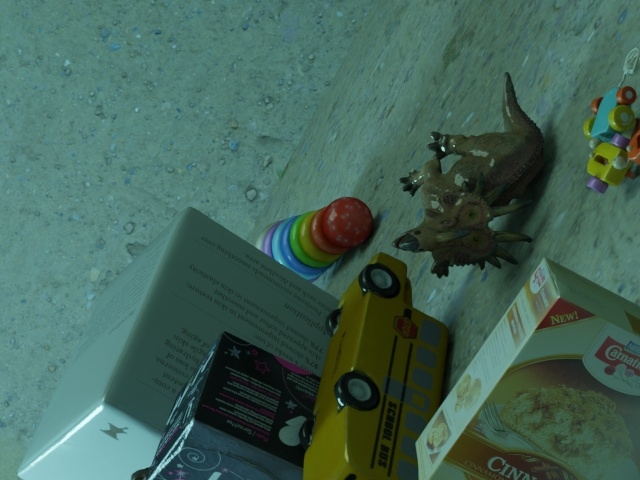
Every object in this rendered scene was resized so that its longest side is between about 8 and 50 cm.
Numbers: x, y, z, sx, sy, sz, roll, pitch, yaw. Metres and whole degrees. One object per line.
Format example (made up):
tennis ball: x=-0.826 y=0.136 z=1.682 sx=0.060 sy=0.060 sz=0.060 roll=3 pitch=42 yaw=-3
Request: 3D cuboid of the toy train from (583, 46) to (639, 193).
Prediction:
toy train: x=0.304 y=-0.107 z=1.122 sx=0.125 sy=0.046 sz=0.166 roll=-54 pitch=17 yaw=35

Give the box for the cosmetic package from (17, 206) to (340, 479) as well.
cosmetic package: x=-0.210 y=0.234 z=1.869 sx=0.327 sy=0.329 sz=0.394 roll=-39 pitch=24 yaw=44

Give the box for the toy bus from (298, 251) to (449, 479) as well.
toy bus: x=0.066 y=0.169 z=1.349 sx=0.108 sy=0.130 sz=0.333 roll=-55 pitch=13 yaw=40

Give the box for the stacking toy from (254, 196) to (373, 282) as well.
stacking toy: x=0.000 y=0.000 z=2.150 sx=0.330 sy=0.141 sz=0.141 roll=-25 pitch=38 yaw=62

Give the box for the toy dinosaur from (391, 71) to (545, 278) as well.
toy dinosaur: x=0.193 y=-0.065 z=1.367 sx=0.296 sy=0.127 sz=0.200 roll=-53 pitch=15 yaw=-16

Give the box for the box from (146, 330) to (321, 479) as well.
box: x=-0.055 y=0.252 z=1.407 sx=0.163 sy=0.247 sz=0.142 roll=-54 pitch=13 yaw=41

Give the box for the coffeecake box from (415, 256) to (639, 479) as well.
coffeecake box: x=0.179 y=0.127 z=0.870 sx=0.185 sy=0.142 sz=0.068 roll=-59 pitch=12 yaw=21

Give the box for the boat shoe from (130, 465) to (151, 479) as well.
boat shoe: x=-0.193 y=0.429 z=1.674 sx=0.116 sy=0.096 sz=0.324 roll=-100 pitch=3 yaw=-50
